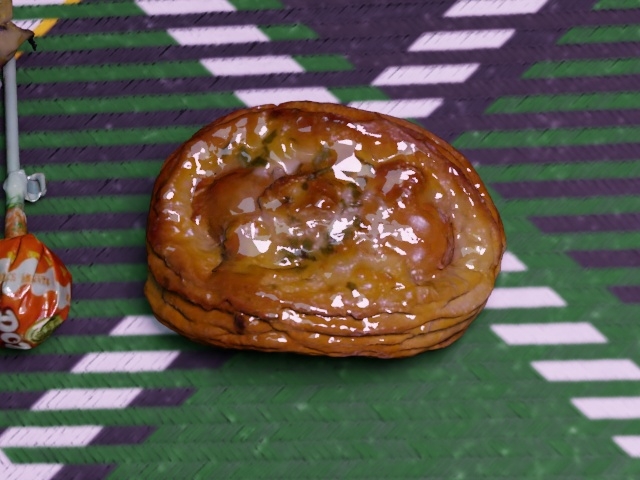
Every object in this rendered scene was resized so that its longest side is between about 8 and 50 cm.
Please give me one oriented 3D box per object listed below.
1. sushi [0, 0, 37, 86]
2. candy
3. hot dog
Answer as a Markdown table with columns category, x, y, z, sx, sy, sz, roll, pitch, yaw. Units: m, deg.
| category | x | y | z | sx | sy | sz | roll | pitch | yaw |
| --- | --- | --- | --- | --- | --- | --- | --- | --- | --- |
| sushi | -0.351 | -0.103 | 1.383 | 0.139 | 0.131 | 0.291 | 19 | 58 | 24 |
| candy | -0.248 | -0.042 | 1.422 | 0.084 | 0.078 | 0.288 | -22 | 57 | 21 |
| hot dog | 0.000 | 0.000 | 1.335 | 0.272 | 0.122 | 0.196 | 6 | 71 | 12 |
